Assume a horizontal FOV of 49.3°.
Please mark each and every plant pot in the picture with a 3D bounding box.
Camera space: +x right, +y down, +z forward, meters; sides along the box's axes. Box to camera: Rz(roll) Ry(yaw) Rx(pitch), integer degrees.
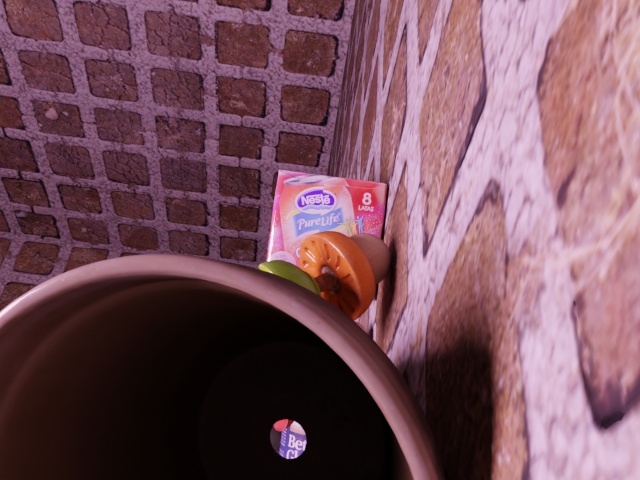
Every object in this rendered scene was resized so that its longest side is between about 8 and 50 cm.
[{"bbox_3d":[-0.060,0.175,0.501,0.280,0.323,0.323,13,-97,-76],"label":"plant pot"}]

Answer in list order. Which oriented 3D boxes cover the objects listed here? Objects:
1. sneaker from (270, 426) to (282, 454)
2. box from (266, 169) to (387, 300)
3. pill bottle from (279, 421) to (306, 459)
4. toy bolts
[{"bbox_3d":[-0.061,0.452,1.253,0.121,0.111,0.300,-12,92,56],"label":"sneaker"},{"bbox_3d":[0.000,0.000,0.997,0.300,0.142,0.154,128,149,-85],"label":"box"},{"bbox_3d":[-0.008,0.270,0.978,0.094,0.094,0.170,148,128,-87],"label":"pill bottle"},{"bbox_3d":[0.026,0.120,0.769,0.218,0.158,0.229,53,146,20],"label":"toy bolts"}]
